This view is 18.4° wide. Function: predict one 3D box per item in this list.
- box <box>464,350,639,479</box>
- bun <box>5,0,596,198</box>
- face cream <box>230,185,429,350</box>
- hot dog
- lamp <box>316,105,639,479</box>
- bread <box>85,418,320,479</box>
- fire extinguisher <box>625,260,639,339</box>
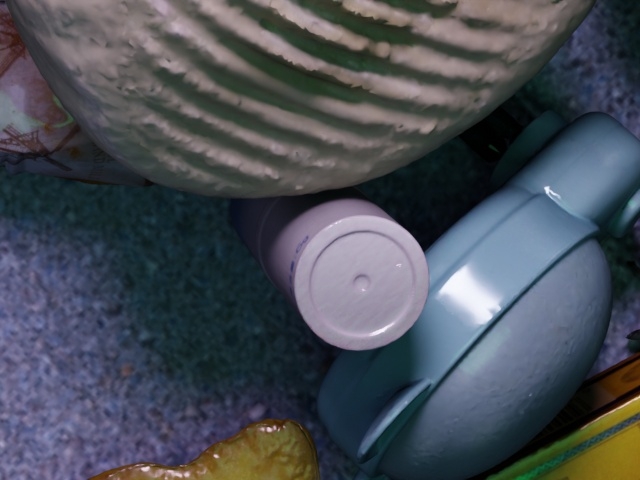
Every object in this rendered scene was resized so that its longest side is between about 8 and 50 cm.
[{"bbox_3d":[0.240,0.175,1.330,0.301,0.084,0.193,-27,104,-5],"label":"box"},{"bbox_3d":[-0.010,-0.200,1.029,0.365,0.219,0.365,-15,140,-13],"label":"bun"},{"bbox_3d":[0.000,0.000,1.166,0.077,0.250,0.077,-2,102,-11],"label":"face cream"},{"bbox_3d":[-0.112,-0.106,1.211,0.268,0.075,0.144,-4,102,-18],"label":"hot dog"},{"bbox_3d":[0.106,0.039,1.225,0.147,0.209,0.284,25,70,3],"label":"lamp"},{"bbox_3d":[-0.094,0.210,1.277,0.233,0.088,0.161,-19,99,-4],"label":"bread"},{"bbox_3d":[0.264,-0.079,1.286,0.114,0.095,0.311,11,100,32],"label":"fire extinguisher"}]
